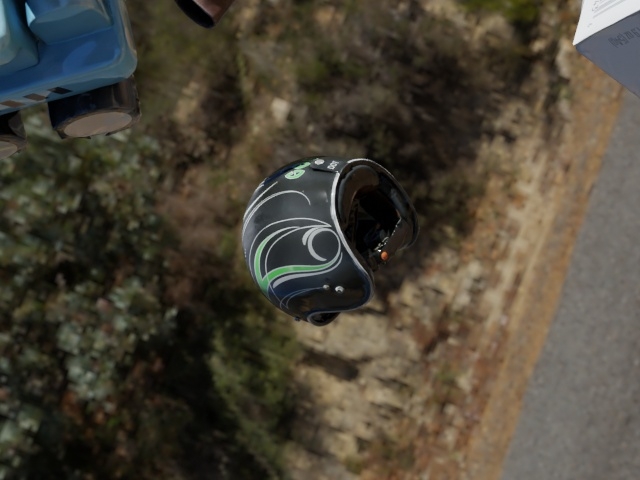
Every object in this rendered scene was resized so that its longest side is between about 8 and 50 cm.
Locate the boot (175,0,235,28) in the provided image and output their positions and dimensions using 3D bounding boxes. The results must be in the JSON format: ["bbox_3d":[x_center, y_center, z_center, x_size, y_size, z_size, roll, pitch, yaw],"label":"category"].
[{"bbox_3d":[-0.138,-0.393,1.565,0.207,0.248,0.090,-48,17,-31],"label":"boot"}]

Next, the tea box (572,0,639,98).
[{"bbox_3d":[0.387,-0.223,0.981,0.220,0.323,0.329,-24,43,51],"label":"tea box"}]

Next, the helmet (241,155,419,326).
[{"bbox_3d":[0.000,0.000,1.372,0.161,0.169,0.169,-19,41,41],"label":"helmet"}]

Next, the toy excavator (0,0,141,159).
[{"bbox_3d":[-0.303,-0.263,1.406,0.445,0.433,0.222,43,-147,-77],"label":"toy excavator"}]
